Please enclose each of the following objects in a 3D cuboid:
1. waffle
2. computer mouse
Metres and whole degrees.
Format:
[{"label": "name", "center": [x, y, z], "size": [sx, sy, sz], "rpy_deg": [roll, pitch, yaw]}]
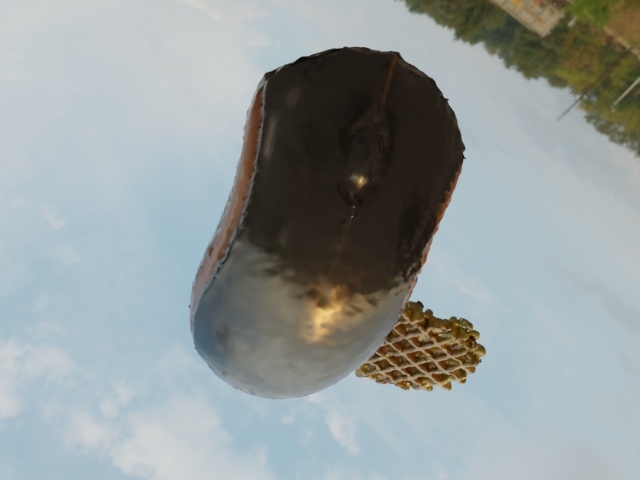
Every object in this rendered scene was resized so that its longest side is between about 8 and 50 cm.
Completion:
[{"label": "waffle", "center": [0.126, 0.163, 0.899], "size": [0.231, 0.229, 0.051], "rpy_deg": [13, -129, 4]}, {"label": "computer mouse", "center": [0.001, 0.002, 0.487], "size": [0.182, 0.323, 0.116], "rpy_deg": [15, -162, -16]}]
